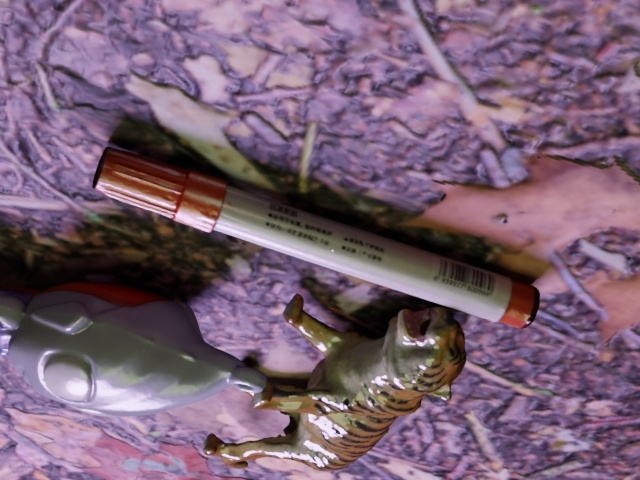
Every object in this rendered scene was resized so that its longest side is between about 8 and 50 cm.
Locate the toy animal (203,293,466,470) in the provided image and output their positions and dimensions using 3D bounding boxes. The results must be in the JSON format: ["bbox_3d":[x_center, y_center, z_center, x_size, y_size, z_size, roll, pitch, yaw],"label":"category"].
[{"bbox_3d":[0.002,0.097,0.798,0.099,0.057,0.241,19,145,-11],"label":"toy animal"}]

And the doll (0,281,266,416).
[{"bbox_3d":[-0.136,0.058,0.775,0.227,0.075,0.102,12,162,17],"label":"doll"}]

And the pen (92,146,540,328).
[{"bbox_3d":[0.000,0.000,0.696,0.239,0.028,0.028,18,143,-10],"label":"pen"}]
